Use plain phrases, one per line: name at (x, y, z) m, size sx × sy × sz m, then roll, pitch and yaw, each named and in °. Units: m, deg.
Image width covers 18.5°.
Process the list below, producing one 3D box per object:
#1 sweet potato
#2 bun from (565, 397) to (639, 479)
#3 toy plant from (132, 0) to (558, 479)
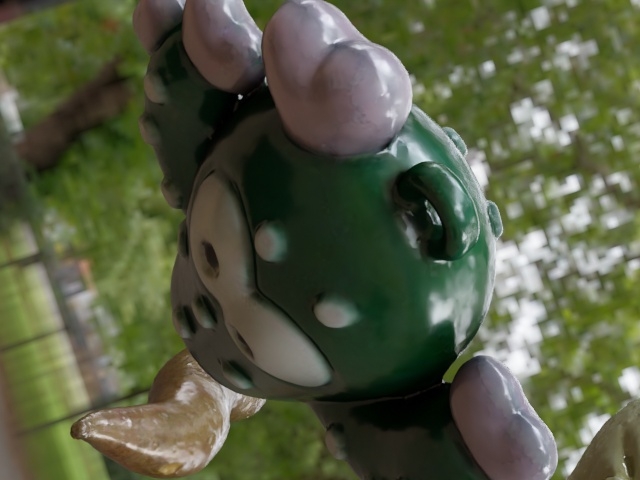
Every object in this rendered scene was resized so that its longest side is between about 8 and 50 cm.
sweet potato at (-0.083, 0.106, 1.242) m, size 0.067 × 0.059 × 0.281 m, roll 60°, pitch 11°, yaw -1°
bun at (0.280, 0.224, 1.402) m, size 0.160 × 0.259 × 0.259 m, roll -7°, pitch 77°, yaw -68°
toy plant at (0.003, 0.004, 0.808) m, size 0.243 × 0.112 × 0.233 m, roll 20°, pitch -46°, yaw 56°
